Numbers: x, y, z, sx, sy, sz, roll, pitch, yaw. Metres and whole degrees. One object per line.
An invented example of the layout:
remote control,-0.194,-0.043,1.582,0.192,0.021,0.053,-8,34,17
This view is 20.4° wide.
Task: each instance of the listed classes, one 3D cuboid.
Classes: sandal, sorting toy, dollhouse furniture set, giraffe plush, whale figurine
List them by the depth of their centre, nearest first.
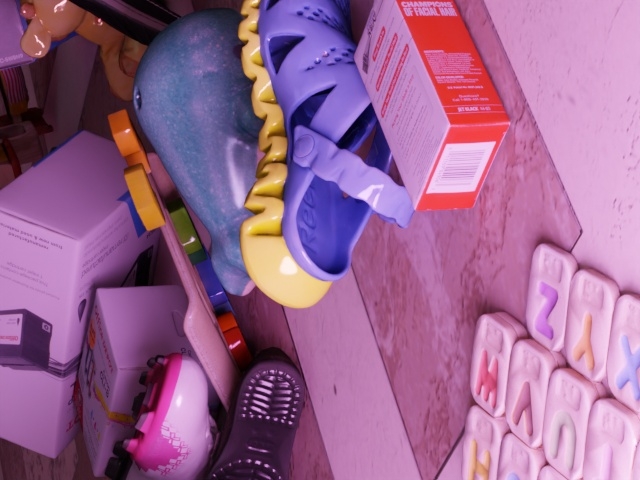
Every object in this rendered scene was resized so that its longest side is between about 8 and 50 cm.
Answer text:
sandal,0.015,-0.105,1.457,0.138,0.126,0.317,-20,63,33
whale figurine,-0.102,-0.087,1.686,0.216,0.141,0.272,146,121,-65
sorting toy,-0.126,0.021,1.747,0.307,0.041,0.229,68,-178,-50
giraffe plush,-0.272,-0.268,2.070,0.210,0.171,0.181,117,145,-51
dollhouse furniture set,-0.455,-0.199,2.487,0.374,0.152,0.201,-132,28,-63

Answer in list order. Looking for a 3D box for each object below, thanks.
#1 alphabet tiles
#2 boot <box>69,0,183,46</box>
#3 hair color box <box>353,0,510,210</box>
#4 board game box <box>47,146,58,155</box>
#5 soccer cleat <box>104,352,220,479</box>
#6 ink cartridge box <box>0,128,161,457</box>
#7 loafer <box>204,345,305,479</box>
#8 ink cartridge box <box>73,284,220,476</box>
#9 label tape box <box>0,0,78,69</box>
alphabet tiles,0.165,0.154,1.186,0.284,0.021,0.278,-141,52,-63
boot,-0.194,-0.321,1.951,0.178,0.236,0.085,-57,-16,-9
hair color box,0.081,-0.114,1.337,0.093,0.053,0.167,110,149,-46
board game box,-0.392,0.017,2.574,0.317,0.046,0.213,140,124,-64
soccer cleat,-0.135,0.216,1.808,0.331,0.143,0.116,118,168,-57
ink cartridge box,-0.294,0.061,2.068,0.223,0.129,0.307,-49,-24,-55
loafer,-0.060,0.196,1.715,0.078,0.080,0.220,-83,13,-62
ink cartridge box,-0.187,0.151,1.944,0.128,0.127,0.176,-112,30,-43
label tape box,-0.428,-0.400,2.302,0.240,0.106,0.333,-63,-40,-73
